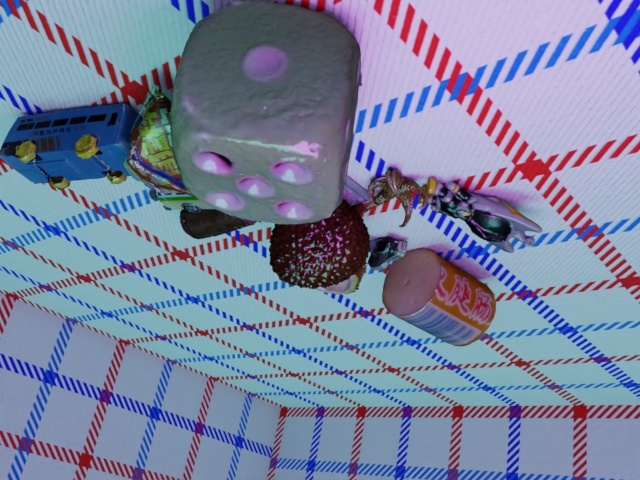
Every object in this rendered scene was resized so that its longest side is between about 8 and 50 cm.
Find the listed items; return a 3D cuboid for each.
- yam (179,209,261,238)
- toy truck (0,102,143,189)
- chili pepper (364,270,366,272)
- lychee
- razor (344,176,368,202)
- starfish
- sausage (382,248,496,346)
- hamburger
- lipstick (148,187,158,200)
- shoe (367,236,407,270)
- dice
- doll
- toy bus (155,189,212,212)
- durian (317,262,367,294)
[{"bbox_3d":[-0.285,-0.077,1.933,0.279,0.131,0.131,-14,145,43],"label":"yam"},{"bbox_3d":[-0.609,-0.237,1.686,0.385,0.162,0.161,-2,151,23],"label":"toy truck"},{"bbox_3d":[0.063,0.077,2.187,0.191,0.050,0.059,15,143,18],"label":"chili pepper"},{"bbox_3d":[0.000,0.000,1.809,0.304,0.276,0.276,-36,149,-5],"label":"lychee"},{"bbox_3d":[0.028,-0.169,1.708,0.111,0.056,0.278,-11,154,41],"label":"razor"},{"bbox_3d":[0.186,-0.105,1.716,0.146,0.074,0.190,37,149,-15],"label":"starfish"},{"bbox_3d":[0.365,0.179,2.073,0.287,0.233,0.233,29,149,-32],"label":"sausage"},{"bbox_3d":[-0.311,-0.233,1.574,0.276,0.150,0.261,6,115,-16],"label":"hamburger"},{"bbox_3d":[-0.441,-0.144,1.949,0.141,0.040,0.040,-8,149,35],"label":"lipstick"},{"bbox_3d":[0.180,0.029,2.028,0.099,0.071,0.169,27,147,-23],"label":"shoe"},{"bbox_3d":[-0.095,-0.234,1.298,0.318,0.322,0.330,8,156,5],"label":"dice"},{"bbox_3d":[0.400,-0.062,1.705,0.316,0.103,0.145,24,129,-5],"label":"doll"},{"bbox_3d":[-0.305,-0.164,1.748,0.276,0.134,0.165,0,153,20],"label":"toy bus"},{"bbox_3d":[0.040,0.076,2.096,0.249,0.138,0.183,-1,152,30],"label":"durian"}]
